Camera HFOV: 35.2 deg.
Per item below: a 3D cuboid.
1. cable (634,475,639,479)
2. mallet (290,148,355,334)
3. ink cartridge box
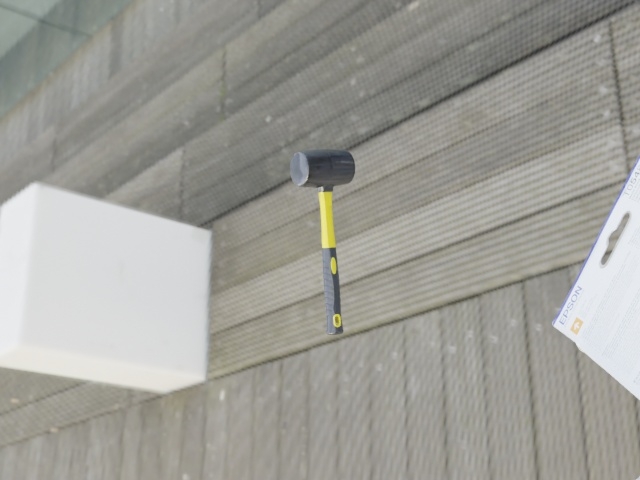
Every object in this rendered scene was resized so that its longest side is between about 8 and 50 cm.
[{"bbox_3d":[0.327,0.300,0.807,0.089,0.257,0.257,-26,51,-6],"label":"cable"},{"bbox_3d":[0.000,0.000,1.018,0.039,0.062,0.189,-5,82,59],"label":"mallet"},{"bbox_3d":[0.319,0.026,0.911,0.223,0.045,0.224,-65,16,10],"label":"ink cartridge box"}]
